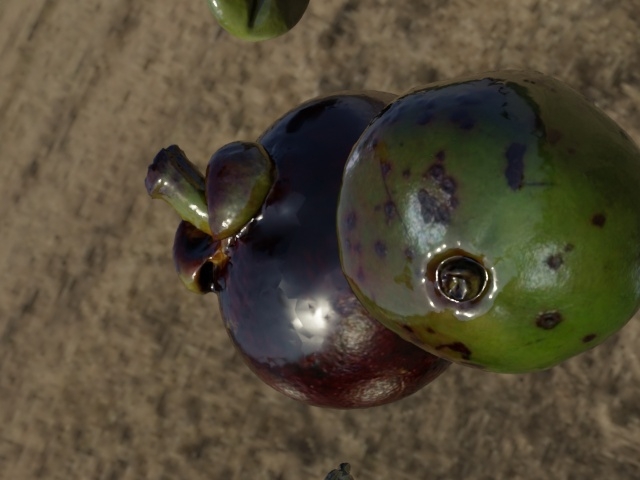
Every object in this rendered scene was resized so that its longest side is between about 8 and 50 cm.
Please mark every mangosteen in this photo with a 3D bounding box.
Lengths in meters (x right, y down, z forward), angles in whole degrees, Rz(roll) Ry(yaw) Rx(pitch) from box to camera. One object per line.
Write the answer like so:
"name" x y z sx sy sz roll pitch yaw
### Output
"mangosteen" 0.019 0.003 1.241 0.297 0.293 0.297 -17 61 32

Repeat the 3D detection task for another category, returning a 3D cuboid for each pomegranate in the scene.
"pomegranate" 0.121 -0.022 0.867 0.202 0.202 0.248 -53 -5 29

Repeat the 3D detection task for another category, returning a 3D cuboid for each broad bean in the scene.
"broad bean" -0.061 -0.291 1.315 0.072 0.153 0.207 -27 33 37

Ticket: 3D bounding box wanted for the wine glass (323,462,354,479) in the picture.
"wine glass" 0.099 0.223 0.798 0.156 0.232 0.156 16 -90 -77
